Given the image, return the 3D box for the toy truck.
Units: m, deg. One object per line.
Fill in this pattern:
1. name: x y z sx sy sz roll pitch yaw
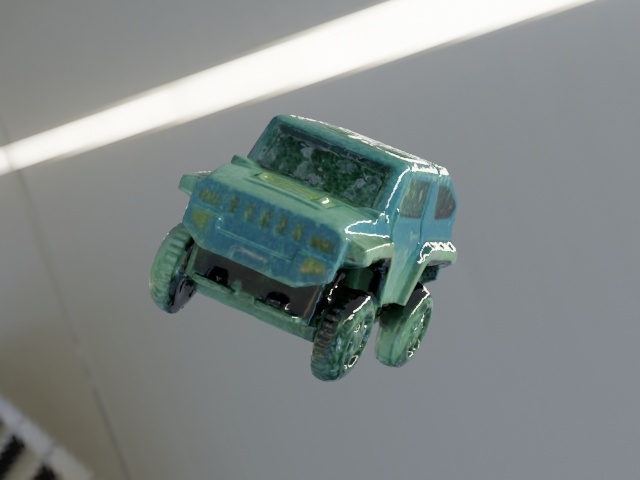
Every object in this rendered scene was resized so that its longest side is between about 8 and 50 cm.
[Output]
1. toy truck: 0.000 0.000 1.306 0.155 0.156 0.279 22 6 17
